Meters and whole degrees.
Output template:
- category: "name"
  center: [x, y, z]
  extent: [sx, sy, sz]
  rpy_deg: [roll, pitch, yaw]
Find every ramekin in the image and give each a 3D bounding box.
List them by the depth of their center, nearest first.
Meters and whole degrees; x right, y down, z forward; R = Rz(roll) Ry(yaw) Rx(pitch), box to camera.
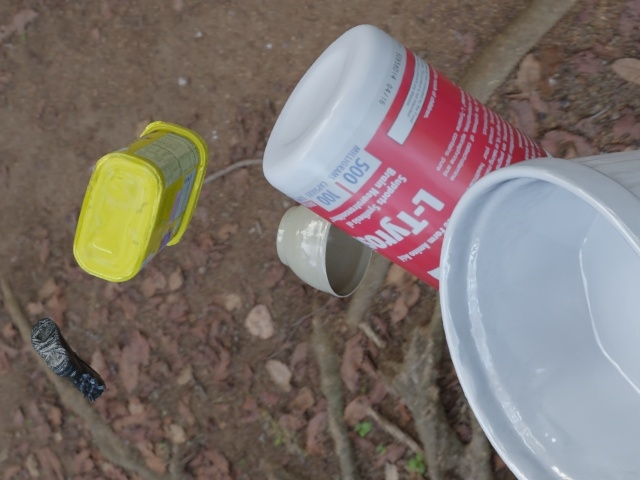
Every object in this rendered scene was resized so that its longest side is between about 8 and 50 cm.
- category: "ramekin"
  center: [0.168, 0.047, 0.532]
  extent: [0.207, 0.109, 0.207]
  rpy_deg: [44, 143, 46]

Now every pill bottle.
- category: "pill bottle"
  center: [0.151, -0.068, 1.207]
  extent: [0.407, 0.229, 0.229]
  rpy_deg: [32, 120, -19]

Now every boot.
- category: "boot"
  center: [-0.366, 0.176, 1.401]
  extent: [0.045, 0.099, 0.121]
  rpy_deg: [-41, 50, -4]

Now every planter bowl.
- category: "planter bowl"
  center: [0.000, 0.000, 1.496]
  extent: [0.109, 0.162, 0.162]
  rpy_deg: [9, 105, 28]

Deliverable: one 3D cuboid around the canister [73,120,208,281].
- category: "canister"
  center: [-0.170, -0.040, 0.923]
  extent: [0.073, 0.170, 0.126]
  rpy_deg: [20, 106, 1]
